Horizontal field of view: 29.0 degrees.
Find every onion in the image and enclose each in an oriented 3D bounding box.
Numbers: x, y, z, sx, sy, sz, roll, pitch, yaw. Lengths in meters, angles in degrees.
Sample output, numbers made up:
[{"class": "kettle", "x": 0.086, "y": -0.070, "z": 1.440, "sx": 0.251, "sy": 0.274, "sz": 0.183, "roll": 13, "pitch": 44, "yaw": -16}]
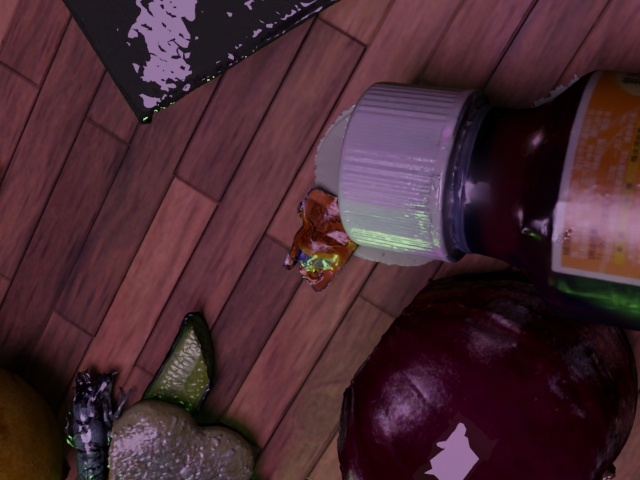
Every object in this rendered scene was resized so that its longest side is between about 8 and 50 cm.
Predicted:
[{"class": "onion", "x": 0.154, "y": 0.189, "z": 1.263, "sx": 0.282, "sy": 0.260, "sz": 0.337, "roll": 49, "pitch": 117, "yaw": 3}]

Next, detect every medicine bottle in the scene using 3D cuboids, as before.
[{"class": "medicine bottle", "x": 0.217, "y": -0.045, "z": 1.156, "sx": 0.395, "sy": 0.242, "sz": 0.242, "roll": 8, "pitch": 111, "yaw": 16}]

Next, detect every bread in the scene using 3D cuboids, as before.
[{"class": "bread", "x": -0.161, "y": 0.325, "z": 1.486, "sx": 0.207, "sy": 0.056, "sz": 0.286, "roll": 1, "pitch": 110, "yaw": -9}]

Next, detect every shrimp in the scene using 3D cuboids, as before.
[{"class": "shrimp", "x": -0.274, "y": 0.242, "z": 1.532, "sx": 0.082, "sy": 0.076, "sz": 0.174, "roll": 2, "pitch": 111, "yaw": -5}]

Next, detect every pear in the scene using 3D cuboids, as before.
[{"class": "pear", "x": -0.408, "y": 0.264, "z": 1.494, "sx": 0.209, "sy": 0.209, "sz": 0.208, "roll": 6, "pitch": 111, "yaw": 17}]

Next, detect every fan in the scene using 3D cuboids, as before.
[{"class": "fan", "x": 0.133, "y": -0.088, "z": 1.301, "sx": 0.329, "sy": 0.009, "sz": 0.190, "roll": -27, "pitch": 98, "yaw": 26}]

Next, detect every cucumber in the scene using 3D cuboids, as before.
[{"class": "cucumber", "x": -0.169, "y": 0.177, "z": 1.486, "sx": 0.070, "sy": 0.046, "sz": 0.220, "roll": 32, "pitch": 118, "yaw": 3}]

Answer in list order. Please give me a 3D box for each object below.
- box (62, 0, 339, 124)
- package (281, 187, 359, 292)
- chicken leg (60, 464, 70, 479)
[{"class": "box", "x": -0.134, "y": -0.334, "z": 1.197, "sx": 0.251, "sy": 0.204, "sz": 0.345, "roll": -28, "pitch": 98, "yaw": 25}, {"class": "package", "x": 0.000, "y": 0.001, "z": 1.365, "sx": 0.077, "sy": 0.033, "sz": 0.110, "roll": 37, "pitch": 117, "yaw": 16}, {"class": "chicken leg", "x": -0.357, "y": 0.326, "z": 1.615, "sx": 0.062, "sy": 0.037, "sz": 0.145, "roll": 6, "pitch": 109, "yaw": 4}]
